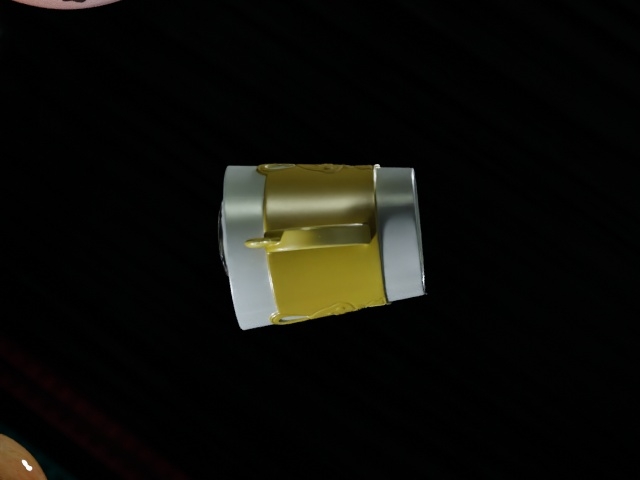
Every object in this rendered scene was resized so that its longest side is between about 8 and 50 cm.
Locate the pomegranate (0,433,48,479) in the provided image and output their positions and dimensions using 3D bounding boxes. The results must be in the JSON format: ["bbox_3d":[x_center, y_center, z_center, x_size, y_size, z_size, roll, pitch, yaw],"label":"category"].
[{"bbox_3d":[-0.432,0.328,2.339,0.252,0.270,0.229,-21,15,7],"label":"pomegranate"}]

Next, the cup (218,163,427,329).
[{"bbox_3d":[0.000,0.000,2.213,0.241,0.226,0.185,-6,-89,-87],"label":"cup"}]

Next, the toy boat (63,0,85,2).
[{"bbox_3d":[-0.250,-0.332,1.944,0.129,0.142,0.309,-48,13,38],"label":"toy boat"}]

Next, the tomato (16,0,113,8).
[{"bbox_3d":[-0.293,-0.425,2.365,0.321,0.321,0.321,-53,-9,-12],"label":"tomato"}]
